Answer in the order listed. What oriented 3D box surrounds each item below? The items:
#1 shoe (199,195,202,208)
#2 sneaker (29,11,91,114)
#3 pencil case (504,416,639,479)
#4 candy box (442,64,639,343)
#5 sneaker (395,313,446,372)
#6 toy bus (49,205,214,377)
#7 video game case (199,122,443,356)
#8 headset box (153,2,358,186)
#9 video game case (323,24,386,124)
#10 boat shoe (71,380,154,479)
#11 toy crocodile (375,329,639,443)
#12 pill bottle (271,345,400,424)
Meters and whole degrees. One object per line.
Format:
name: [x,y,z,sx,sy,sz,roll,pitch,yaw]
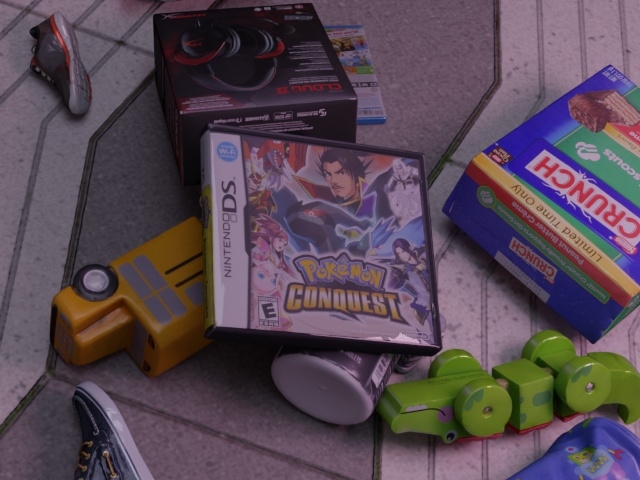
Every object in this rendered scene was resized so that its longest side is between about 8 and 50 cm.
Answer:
shoe: [-0.063,0.005,1.630,0.178,0.063,0.081,24,56,-9]
sneaker: [-0.344,-0.223,1.863,0.065,0.061,0.158,-21,60,6]
pencil case: [0.238,0.313,1.593,0.306,0.119,0.133,-30,57,-28]
candy box: [0.363,-0.055,1.844,0.268,0.122,0.317,43,53,17]
sneaker: [0.131,0.116,1.725,0.038,0.069,0.098,39,59,3]
toy bus: [-0.153,0.051,1.683,0.333,0.108,0.130,-31,70,-29]
video game case: [0.000,0.000,1.605,0.275,0.035,0.248,6,65,-21]
headset box: [-0.084,-0.180,1.780,0.218,0.110,0.293,-6,36,-10]
video game case: [0.017,-0.228,1.962,0.119,0.015,0.166,-3,58,-14]
boat shoe: [-0.245,0.242,1.561,0.083,0.065,0.183,-23,66,-27]
toy crocodile: [0.231,0.185,1.690,0.340,0.105,0.115,-9,21,-20]
pill bottle: [0.047,0.086,1.691,0.130,0.130,0.245,26,55,5]
